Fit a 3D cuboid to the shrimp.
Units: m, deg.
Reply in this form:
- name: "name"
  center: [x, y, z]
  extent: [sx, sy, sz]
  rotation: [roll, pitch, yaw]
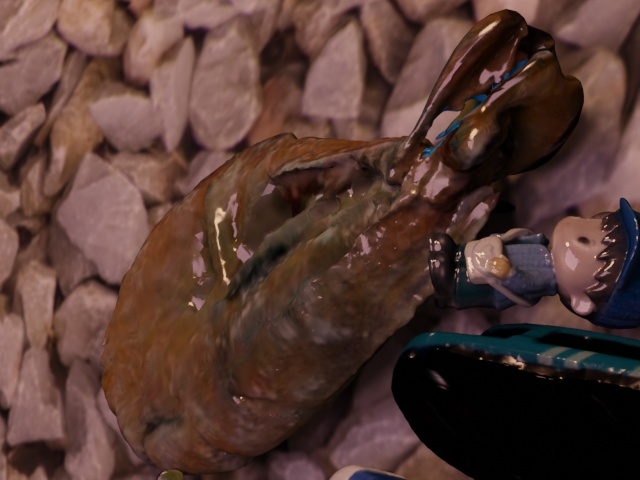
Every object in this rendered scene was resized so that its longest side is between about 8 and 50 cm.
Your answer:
- name: "shrimp"
  center: [0.000, 0.000, 1.279]
  extent: [0.446, 0.110, 0.221]
  rotation: [-37, 52, 31]

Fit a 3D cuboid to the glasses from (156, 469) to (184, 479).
- name: "glasses"
  center: [-0.133, 0.264, 1.271]
  extent: [0.239, 0.102, 0.207]
  rotation: [-62, 32, 25]

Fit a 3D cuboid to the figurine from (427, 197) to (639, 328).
- name: "figurine"
  center: [0.142, 0.018, 1.137]
  extent: [0.149, 0.086, 0.087]
  rotation: [-7, 113, 7]

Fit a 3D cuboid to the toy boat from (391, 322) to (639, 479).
- name: "toy boat"
  center: [0.183, 0.097, 1.117]
  extent: [0.299, 0.134, 0.092]
  rotation: [10, 50, 41]

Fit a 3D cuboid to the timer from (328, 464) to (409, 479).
- name: "timer"
  center: [0.025, 0.278, 1.173]
  extent: [0.178, 0.078, 0.253]
  rotation: [16, 89, 62]
